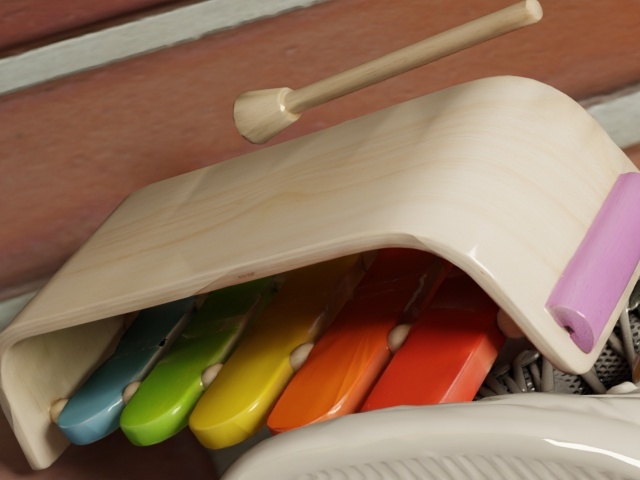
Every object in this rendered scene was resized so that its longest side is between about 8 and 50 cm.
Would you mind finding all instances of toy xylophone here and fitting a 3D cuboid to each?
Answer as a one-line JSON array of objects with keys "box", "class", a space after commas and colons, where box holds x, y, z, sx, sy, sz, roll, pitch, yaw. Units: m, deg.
[{"box": [0.000, 0.000, 0.725, 0.323, 0.081, 0.236, -10, 29, 45], "class": "toy xylophone"}]

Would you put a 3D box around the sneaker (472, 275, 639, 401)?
[{"box": [0.102, 0.066, 0.660, 0.132, 0.229, 0.086, -25, 87, -44], "class": "sneaker"}]

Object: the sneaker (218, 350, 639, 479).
[{"box": [0.102, 0.081, 0.533, 0.293, 0.108, 0.169, 4, 16, -8], "class": "sneaker"}]
